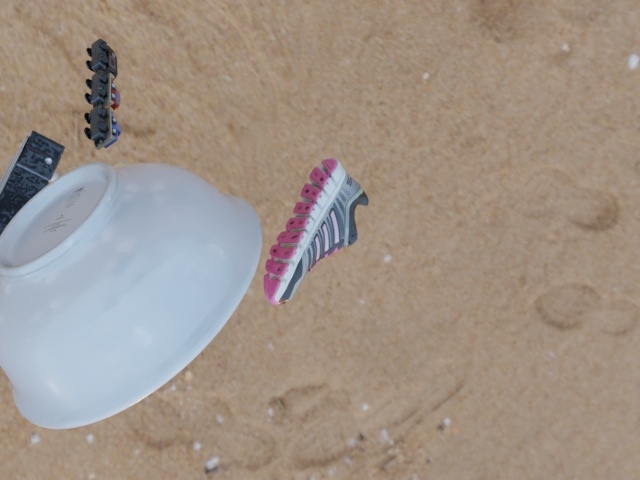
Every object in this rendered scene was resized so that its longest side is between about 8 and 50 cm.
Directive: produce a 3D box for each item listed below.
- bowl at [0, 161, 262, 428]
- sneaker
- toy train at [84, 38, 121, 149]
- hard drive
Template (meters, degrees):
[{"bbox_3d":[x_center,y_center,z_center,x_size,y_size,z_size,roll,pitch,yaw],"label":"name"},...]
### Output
[{"bbox_3d":[-0.213,0.021,1.003,0.298,0.298,0.134,-38,122,-1],"label":"bowl"},{"bbox_3d":[0.000,0.000,1.143,0.075,0.063,0.170,31,79,-25],"label":"sneaker"},{"bbox_3d":[-0.228,-0.152,1.110,0.027,0.158,0.036,-29,136,22],"label":"toy train"},{"bbox_3d":[-0.481,0.032,1.500,0.064,0.339,0.237,26,146,-18],"label":"hard drive"}]
